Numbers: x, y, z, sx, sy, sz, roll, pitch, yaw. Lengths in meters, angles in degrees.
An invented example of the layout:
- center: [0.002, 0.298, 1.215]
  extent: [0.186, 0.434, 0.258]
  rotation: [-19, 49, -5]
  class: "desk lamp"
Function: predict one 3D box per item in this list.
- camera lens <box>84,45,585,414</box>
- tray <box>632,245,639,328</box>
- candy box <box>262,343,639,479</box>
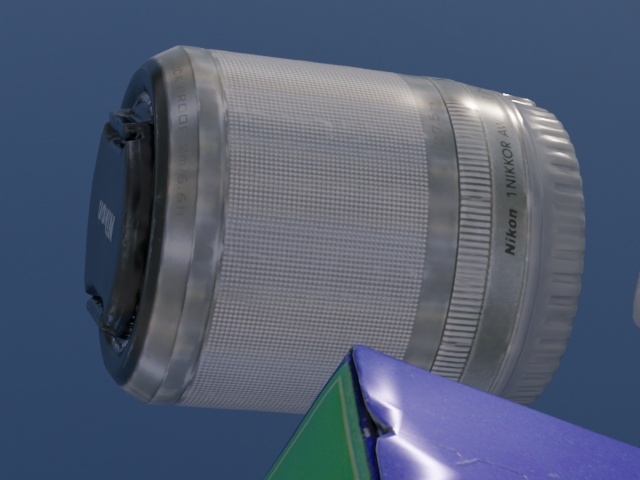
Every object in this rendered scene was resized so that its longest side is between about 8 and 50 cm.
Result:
- center: [0.000, 0.000, 1.138]
  extent: [0.274, 0.219, 0.219]
  rotation: [6, -112, -16]
  class: "camera lens"
- center: [0.203, -0.072, 0.685]
  extent: [0.030, 0.145, 0.270]
  rotation: [34, -86, -7]
  class: "tray"
- center: [0.048, 0.213, 0.428]
  extent: [0.317, 0.268, 0.122]
  rotation: [-59, -158, 22]
  class: "candy box"
